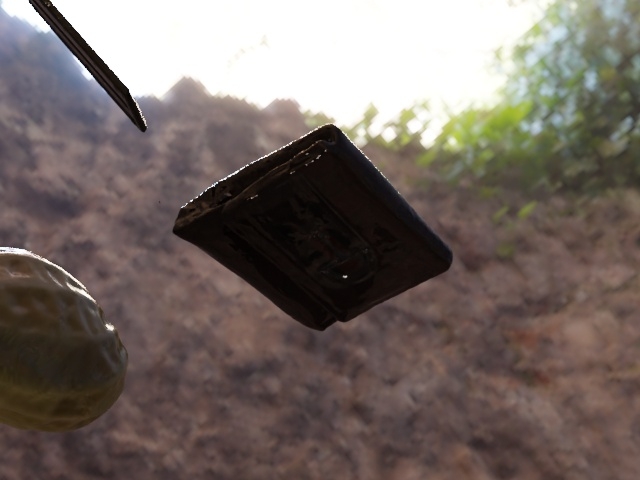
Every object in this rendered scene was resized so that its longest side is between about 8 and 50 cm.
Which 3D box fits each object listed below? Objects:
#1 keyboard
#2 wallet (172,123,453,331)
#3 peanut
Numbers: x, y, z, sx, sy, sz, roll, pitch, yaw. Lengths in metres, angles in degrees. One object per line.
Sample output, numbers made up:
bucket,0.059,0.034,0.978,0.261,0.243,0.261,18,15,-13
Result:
keyboard,-0.273,-0.203,1.721,0.381,0.041,0.103,55,172,26
wallet,0.000,0.000,1.309,0.229,0.182,0.049,41,-152,-44
peanut,-0.188,0.043,0.740,0.194,0.093,0.083,26,177,-28
